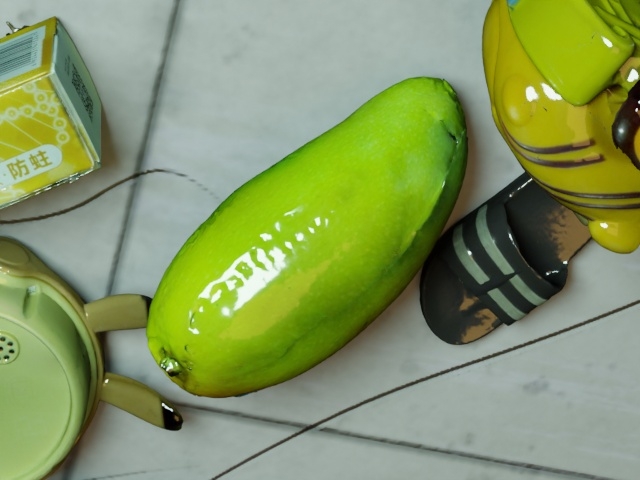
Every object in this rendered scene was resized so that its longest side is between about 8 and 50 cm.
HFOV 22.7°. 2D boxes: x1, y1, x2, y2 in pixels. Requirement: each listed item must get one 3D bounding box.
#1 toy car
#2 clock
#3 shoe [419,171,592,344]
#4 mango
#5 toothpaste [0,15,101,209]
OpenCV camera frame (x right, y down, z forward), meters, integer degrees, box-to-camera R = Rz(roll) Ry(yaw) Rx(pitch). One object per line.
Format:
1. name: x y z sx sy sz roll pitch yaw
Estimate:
1. toy car: 0.186 -0.067 0.861 0.247 0.200 0.142 27 125 -16
2. clock: -0.203 0.080 0.955 0.231 0.069 0.170 -7 117 -2
3. shoe: 0.130 0.001 0.961 0.179 0.049 0.071 -43 112 15
4. mango: 0.000 0.000 0.913 0.233 0.125 0.111 -46 100 -8
5. toothpaste: -0.276 -0.027 0.887 0.312 0.089 0.071 -22 121 5
